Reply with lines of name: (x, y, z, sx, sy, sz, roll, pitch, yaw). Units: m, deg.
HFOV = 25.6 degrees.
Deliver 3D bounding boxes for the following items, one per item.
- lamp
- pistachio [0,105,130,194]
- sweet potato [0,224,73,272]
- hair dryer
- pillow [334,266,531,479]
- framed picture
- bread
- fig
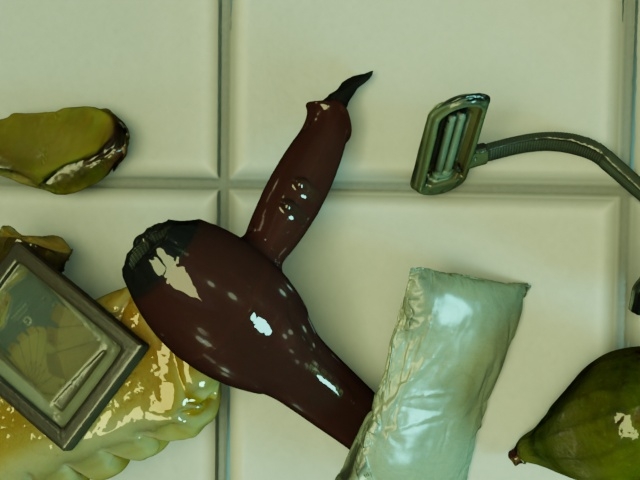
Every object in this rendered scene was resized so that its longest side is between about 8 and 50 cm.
lamp: (0.227, -0.054, 1.259, 0.283, 0.203, 0.124, 30, 81, 14)
pistachio: (-0.272, -0.087, 1.450, 0.172, 0.049, 0.090, -4, 70, 16)
sweet potato: (-0.378, 0.070, 1.458, 0.285, 0.085, 0.112, -24, 127, 16)
hair dryer: (0.000, 0.000, 1.356, 0.312, 0.123, 0.340, 36, 72, -25)
pillow: (0.111, 0.138, 1.337, 0.050, 0.148, 0.230, 31, 106, 51)
framed picture: (-0.266, 0.101, 1.355, 0.168, 0.023, 0.128, 38, 92, 14)
bread: (-0.239, 0.159, 1.416, 0.311, 0.121, 0.173, -21, 79, 12)
fig: (0.270, 0.182, 1.313, 0.126, 0.133, 0.185, 27, 138, -4)
